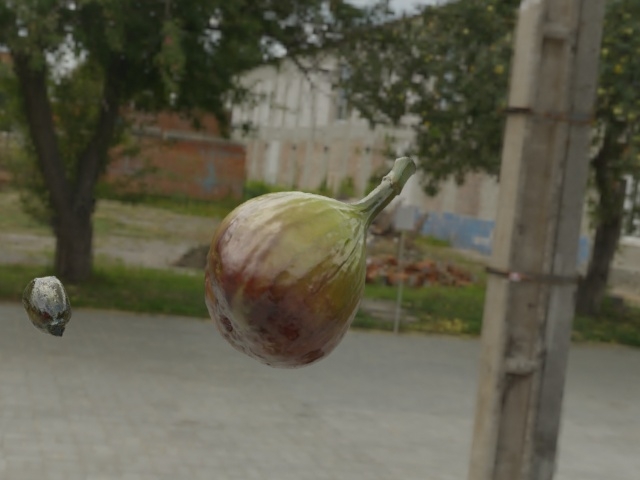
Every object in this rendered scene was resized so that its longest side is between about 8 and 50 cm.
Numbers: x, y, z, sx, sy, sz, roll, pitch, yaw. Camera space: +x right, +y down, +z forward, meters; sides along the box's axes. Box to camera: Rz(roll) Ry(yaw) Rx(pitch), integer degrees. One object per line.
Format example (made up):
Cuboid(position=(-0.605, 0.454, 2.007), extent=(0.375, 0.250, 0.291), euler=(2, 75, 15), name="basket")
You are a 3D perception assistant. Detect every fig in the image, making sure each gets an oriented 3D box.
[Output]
Cuboid(position=(-0.017, -0.002, 1.001), extent=(0.143, 0.230, 0.160), euler=(24, -14, -1), name="fig")

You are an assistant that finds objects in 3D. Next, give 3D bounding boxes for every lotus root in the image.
Cuboid(position=(-0.322, 0.078, 1.334), extent=(0.054, 0.049, 0.099), euler=(-34, 41, -3), name="lotus root")
